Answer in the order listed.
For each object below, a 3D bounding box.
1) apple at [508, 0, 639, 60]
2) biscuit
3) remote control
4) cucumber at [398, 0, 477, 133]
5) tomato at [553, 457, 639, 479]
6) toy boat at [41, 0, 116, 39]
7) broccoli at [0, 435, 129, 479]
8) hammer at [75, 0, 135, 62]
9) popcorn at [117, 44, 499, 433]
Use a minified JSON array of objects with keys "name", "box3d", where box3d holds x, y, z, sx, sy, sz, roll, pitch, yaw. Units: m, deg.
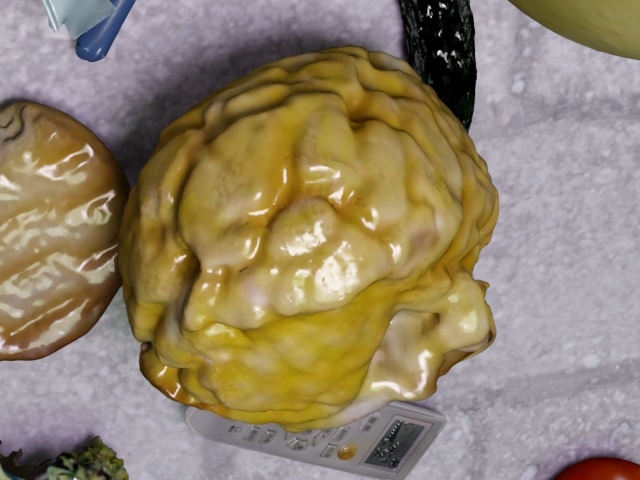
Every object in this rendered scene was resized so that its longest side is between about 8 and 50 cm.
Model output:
[{"name":"apple","box3d":[0.288,-0.381,1.142,0.473,0.473,0.473,-9,120,-16]},{"name":"biscuit","box3d":[-0.296,0.009,1.330,0.274,0.091,0.213,-41,120,2]},{"name":"remote control","box3d":[-0.005,0.197,1.573,0.313,0.055,0.109,20,115,-33]},{"name":"cucumber","box3d":[0.114,-0.214,1.378,0.081,0.072,0.303,-22,124,-12]},{"name":"tomato","box3d":[0.359,0.361,1.750,0.195,0.136,0.195,-11,123,-18]},{"name":"toy boat","box3d":[-0.267,-0.317,1.148,0.210,0.070,0.291,6,112,5]},{"name":"broccoli","box3d":[-0.314,0.300,1.475,0.242,0.273,0.180,-44,169,-5]},{"name":"hammer","box3d":[-0.172,-0.246,1.257,0.116,0.069,0.194,21,113,-30]},{"name":"popcorn","box3d":[-0.013,-0.009,1.289,0.344,0.354,0.390,-12,146,25]}]
